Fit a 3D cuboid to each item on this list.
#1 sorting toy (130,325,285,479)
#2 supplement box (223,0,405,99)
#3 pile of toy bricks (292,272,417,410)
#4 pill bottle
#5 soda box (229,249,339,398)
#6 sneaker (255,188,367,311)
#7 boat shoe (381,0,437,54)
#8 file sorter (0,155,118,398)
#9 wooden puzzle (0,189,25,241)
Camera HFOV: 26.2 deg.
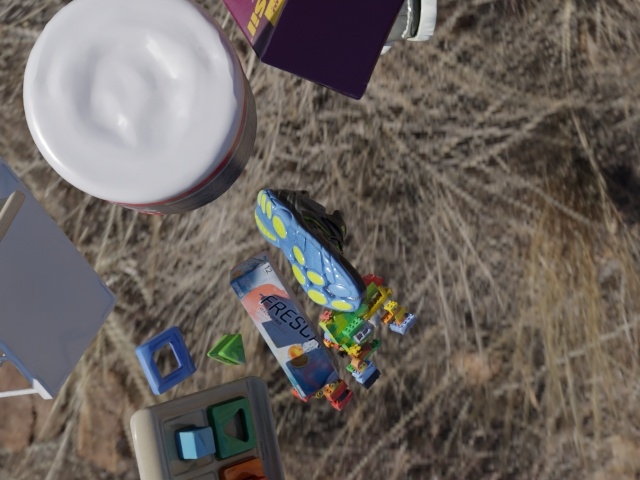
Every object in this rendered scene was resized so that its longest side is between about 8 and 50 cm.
[{"bbox_3d":[-0.119,0.268,1.622,0.047,0.196,0.348,-9,93,48],"label":"sorting toy"},{"bbox_3d":[-0.007,-0.189,0.983,0.080,0.188,0.104,18,110,-22],"label":"supplement box"},{"bbox_3d":[0.037,0.133,1.962,0.212,0.118,0.105,-47,122,-17],"label":"pile of toy bricks"},{"bbox_3d":[-0.146,-0.112,1.222,0.176,0.318,0.176,0,89,0],"label":"pill bottle"},{"bbox_3d":[-0.046,0.105,1.741,0.058,0.063,0.183,-30,105,5],"label":"soda box"},{"bbox_3d":[0.000,0.000,1.389,0.078,0.188,0.067,-12,129,-24],"label":"sneaker"},{"bbox_3d":[0.061,-0.296,1.770,0.091,0.305,0.109,-3,96,-15],"label":"boat shoe"},{"bbox_3d":[-0.458,0.062,1.898,0.173,0.193,0.278,-11,126,38],"label":"file sorter"},{"bbox_3d":[-0.442,0.039,1.451,0.238,0.221,0.044,-11,132,32],"label":"wooden puzzle"}]
